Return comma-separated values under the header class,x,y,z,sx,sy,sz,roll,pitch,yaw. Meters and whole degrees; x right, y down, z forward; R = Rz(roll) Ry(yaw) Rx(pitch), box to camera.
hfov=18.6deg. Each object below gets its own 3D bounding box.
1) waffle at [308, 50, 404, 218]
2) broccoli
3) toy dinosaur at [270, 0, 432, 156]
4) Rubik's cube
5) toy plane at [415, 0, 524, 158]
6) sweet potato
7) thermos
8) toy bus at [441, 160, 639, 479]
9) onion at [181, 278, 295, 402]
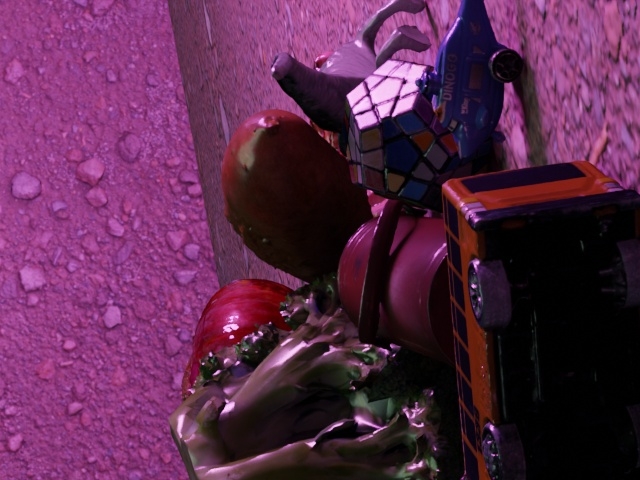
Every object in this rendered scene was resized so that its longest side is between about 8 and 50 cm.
class,x,y,z,sx,sy,sz,roll,pitch,yaw
waffle,0.031,-0.049,1.760,0.221,0.055,0.234,95,159,-54
broccoli,0.013,0.153,1.434,0.294,0.245,0.265,-169,70,-69
toy dinosaur,0.032,-0.136,1.406,0.076,0.129,0.383,38,180,18
Rubik's cube,0.065,-0.072,1.337,0.111,0.093,0.111,170,90,-83
toy plane,0.092,-0.132,1.215,0.054,0.062,0.167,-126,38,-73
sweet potato,0.000,0.000,1.550,0.385,0.109,0.109,59,-166,-59
thermos,0.075,0.030,1.276,0.232,0.124,0.099,-169,92,-72
toy bus,0.123,0.065,1.070,0.114,0.098,0.201,-121,23,-70
onion,-0.058,0.164,2.153,0.246,0.190,0.246,7,-90,-86
